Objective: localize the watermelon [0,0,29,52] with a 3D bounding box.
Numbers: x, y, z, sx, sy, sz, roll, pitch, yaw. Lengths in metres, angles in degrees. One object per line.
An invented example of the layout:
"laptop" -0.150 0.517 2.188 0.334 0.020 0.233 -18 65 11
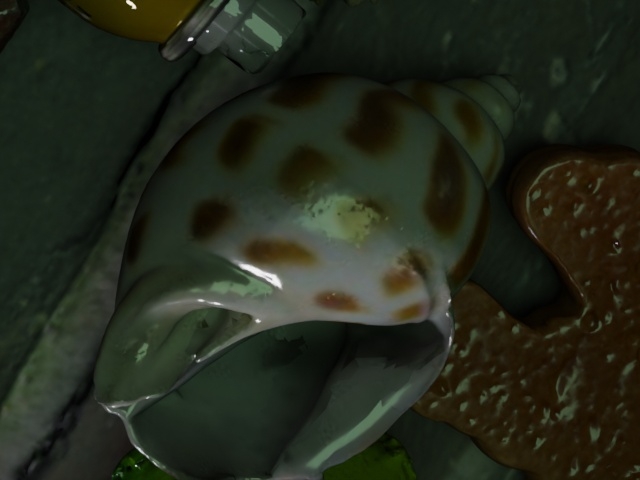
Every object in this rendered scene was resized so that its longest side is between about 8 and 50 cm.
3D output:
"watermelon" -0.226 -0.062 0.902 0.094 0.154 0.241 41 78 -17

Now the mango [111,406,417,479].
"mango" -0.030 0.153 1.001 0.178 0.100 0.119 6 59 -8

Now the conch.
"conch" 0.000 0.000 0.944 0.275 0.149 0.183 -27 126 -2

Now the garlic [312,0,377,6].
"garlic" 0.060 -0.249 0.872 0.237 0.210 0.292 42 100 -11

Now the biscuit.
"biscuit" 0.194 0.093 1.058 0.334 0.047 0.202 41 93 -18

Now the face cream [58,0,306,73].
"face cream" -0.155 -0.202 0.871 0.348 0.105 0.105 37 93 -12
